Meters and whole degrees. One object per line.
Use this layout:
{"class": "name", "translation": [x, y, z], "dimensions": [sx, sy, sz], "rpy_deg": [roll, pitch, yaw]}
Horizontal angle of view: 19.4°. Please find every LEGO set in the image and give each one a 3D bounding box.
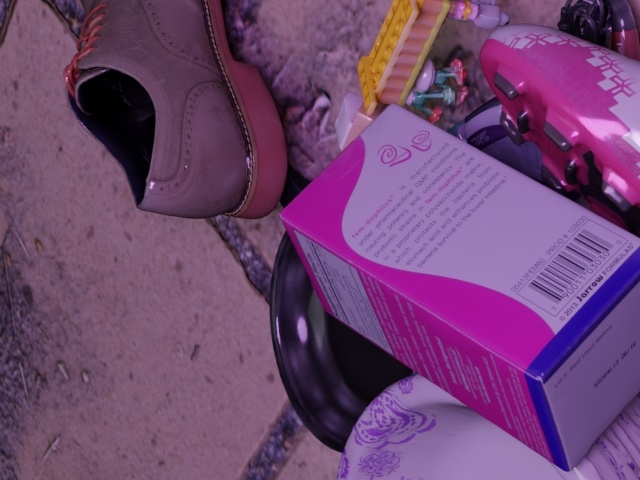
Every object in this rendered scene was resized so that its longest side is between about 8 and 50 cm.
{"class": "LEGO set", "translation": [0.095, -0.171, 1.228], "dimensions": [0.132, 0.107, 0.287], "rpy_deg": [-140, 58, -69]}

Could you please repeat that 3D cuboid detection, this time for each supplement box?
{"class": "supplement box", "translation": [0.097, 0.025, 1.152], "dimensions": [0.220, 0.111, 0.114], "rpy_deg": [33, 160, 35]}

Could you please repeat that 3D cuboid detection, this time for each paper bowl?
{"class": "paper bowl", "translation": [0.152, 0.209, 1.264], "dimensions": [0.284, 0.148, 0.284], "rpy_deg": [19, 117, 44]}

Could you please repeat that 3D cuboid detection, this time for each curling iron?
{"class": "curling iron", "translation": [0.204, -0.032, 1.217], "dimensions": [0.068, 0.035, 0.274], "rpy_deg": [-169, 63, -69]}

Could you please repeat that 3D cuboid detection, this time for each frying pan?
{"class": "frying pan", "translation": [-0.007, 0.025, 1.462], "dimensions": [0.326, 0.053, 0.197], "rpy_deg": [51, 134, 41]}

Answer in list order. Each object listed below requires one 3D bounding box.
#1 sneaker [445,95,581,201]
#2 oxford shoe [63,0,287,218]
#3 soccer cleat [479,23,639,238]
{"class": "sneaker", "translation": [0.107, -0.032, 1.279], "dimensions": [0.098, 0.083, 0.223], "rpy_deg": [61, 150, 2]}
{"class": "oxford shoe", "translation": [-0.148, -0.159, 1.484], "dimensions": [0.348, 0.130, 0.123], "rpy_deg": [58, 140, 34]}
{"class": "soccer cleat", "translation": [0.243, -0.042, 1.098], "dimensions": [0.331, 0.143, 0.116], "rpy_deg": [42, 171, 25]}
